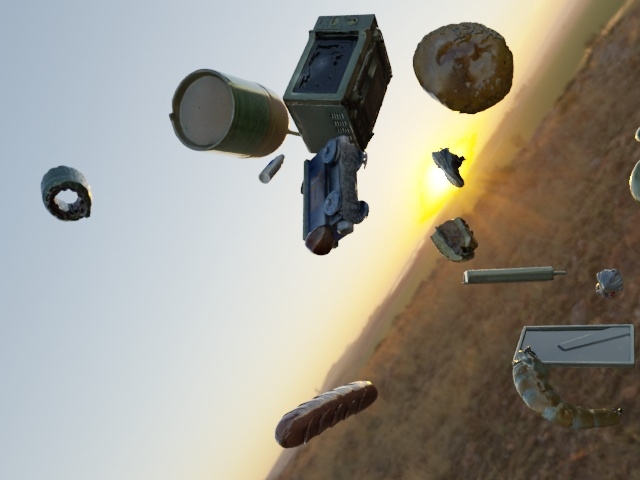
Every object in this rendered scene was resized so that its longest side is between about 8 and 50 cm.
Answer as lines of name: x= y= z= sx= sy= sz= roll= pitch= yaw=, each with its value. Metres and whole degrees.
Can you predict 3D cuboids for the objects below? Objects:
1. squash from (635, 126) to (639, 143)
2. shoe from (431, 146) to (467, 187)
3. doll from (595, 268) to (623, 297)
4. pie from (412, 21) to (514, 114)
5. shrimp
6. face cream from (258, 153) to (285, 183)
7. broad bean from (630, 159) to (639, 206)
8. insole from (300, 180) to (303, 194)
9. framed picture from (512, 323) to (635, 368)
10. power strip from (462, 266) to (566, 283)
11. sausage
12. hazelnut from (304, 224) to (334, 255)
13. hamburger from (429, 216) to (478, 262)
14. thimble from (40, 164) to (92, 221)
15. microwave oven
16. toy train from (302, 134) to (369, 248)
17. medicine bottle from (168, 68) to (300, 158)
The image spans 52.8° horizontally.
squash: x=0.948 y=-0.291 z=1.839 sx=0.258 sy=0.069 sz=0.069 roll=5 pitch=-60 yaw=-50
shoe: x=0.472 y=-0.269 z=2.277 sx=0.099 sy=0.169 sz=0.071 roll=-34 pitch=-17 yaw=-4
doll: x=0.980 y=0.148 z=2.191 sx=0.079 sy=0.094 sz=0.180 roll=-45 pitch=-28 yaw=-16
pie: x=0.373 y=-0.455 z=1.681 sx=0.273 sy=0.273 sz=0.069 roll=-58 pitch=-3 yaw=-7
shrimp: x=0.594 y=0.385 z=1.589 sx=0.185 sy=0.287 sz=0.068 roll=-34 pitch=-39 yaw=-48
face cream: x=-0.124 y=-0.191 z=1.691 sx=0.034 sy=0.034 sz=0.130 roll=-64 pitch=-3 yaw=37
broad bean: x=0.687 y=-0.067 z=1.159 sx=0.121 sy=0.263 sz=0.189 roll=-40 pitch=-11 yaw=-27
insole: x=0.002 y=-0.272 z=2.370 sx=0.348 sy=0.009 sz=0.119 roll=-52 pitch=-20 yaw=-51
framed picture: x=0.742 y=0.307 z=1.884 sx=0.240 sy=0.324 sz=0.020 roll=-40 pitch=-60 yaw=-59
power strip: x=0.506 y=0.092 z=1.687 sx=0.092 sy=0.268 sz=0.034 roll=46 pitch=-138 yaw=-80
sausage: x=0.019 y=0.420 z=1.591 sx=0.433 sy=0.088 sz=0.088 roll=-6 pitch=-50 yaw=-57
hazelnut: x=0.000 y=0.000 z=1.675 sx=0.086 sy=0.086 sz=0.086 roll=-57 pitch=-7 yaw=-11
hamburger: x=0.495 y=0.016 z=2.320 sx=0.135 sy=0.155 sz=0.208 roll=-28 pitch=-18 yaw=18
thimble: x=-0.655 y=-0.117 z=1.661 sx=0.118 sy=0.090 sz=0.135 roll=-16 pitch=-48 yaw=-13
microwave oven: x=0.074 y=-0.471 z=1.961 sx=0.286 sy=0.218 sz=0.355 roll=60 pitch=-137 yaw=-51
toy train: x=0.033 y=-0.136 z=1.785 sx=0.202 sy=0.131 sz=0.299 roll=-36 pitch=46 yaw=50
medicine bottle: x=-0.234 y=-0.367 z=1.960 sx=0.406 sy=0.236 sz=0.235 roll=-4 pitch=-53 yaw=-61
